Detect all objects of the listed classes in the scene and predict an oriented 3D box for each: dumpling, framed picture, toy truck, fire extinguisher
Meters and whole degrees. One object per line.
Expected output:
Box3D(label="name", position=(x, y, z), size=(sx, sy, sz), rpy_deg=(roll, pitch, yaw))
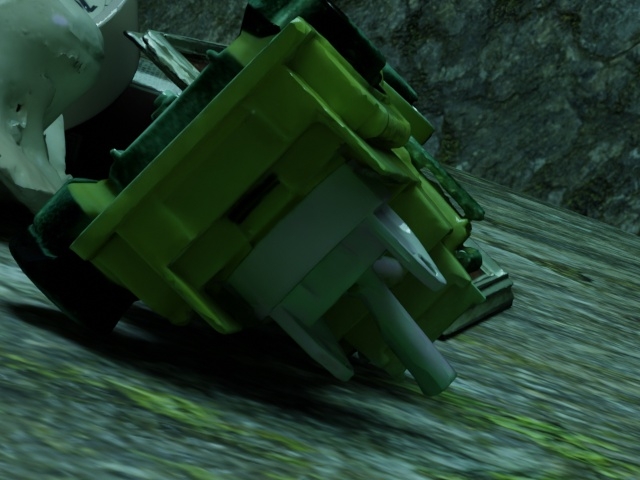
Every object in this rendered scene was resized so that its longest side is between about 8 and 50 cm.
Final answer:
Box3D(label="dumpling", position=(-0.151, -0.072, 0.831), size=(0.136, 0.118, 0.199), rpy_deg=(35, 19, -52))
Box3D(label="framed picture", position=(0.014, -0.035, 1.053), size=(0.216, 0.016, 0.273), rpy_deg=(45, 10, 7))
Box3D(label="toy truck", position=(-0.002, -0.002, 0.718), size=(0.135, 0.128, 0.259), rpy_deg=(45, 5, 1))
Box3D(label="fire extinguisher", position=(-0.158, -0.081, 1.086), size=(0.231, 0.071, 0.099), rpy_deg=(18, -5, 0))

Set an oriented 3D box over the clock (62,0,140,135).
Box3D(label="clock", position=(-0.168, -0.111, 0.994), size=(0.229, 0.063, 0.155), rpy_deg=(-18, 44, -23))
